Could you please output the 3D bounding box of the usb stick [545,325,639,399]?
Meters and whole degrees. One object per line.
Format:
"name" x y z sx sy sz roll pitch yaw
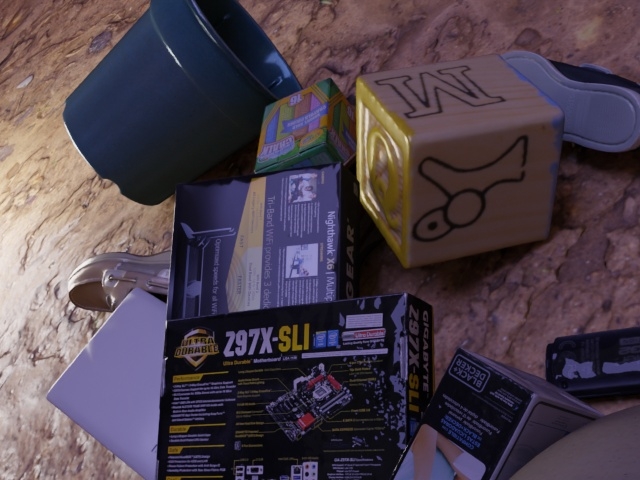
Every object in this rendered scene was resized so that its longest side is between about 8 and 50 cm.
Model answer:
"usb stick" 0.367 0.117 0.899 0.277 0.045 0.077 -12 52 30

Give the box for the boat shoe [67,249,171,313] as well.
"boat shoe" -0.301 0.086 1.433 0.302 0.109 0.098 -6 47 28

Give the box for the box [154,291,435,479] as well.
"box" -0.034 0.203 0.965 0.321 0.079 0.257 -10 68 29

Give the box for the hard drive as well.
"hard drive" -0.217 0.212 1.232 0.318 0.040 0.210 25 69 36

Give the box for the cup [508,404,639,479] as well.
"cup" 0.272 0.255 0.663 0.331 0.331 0.237 -11 18 31

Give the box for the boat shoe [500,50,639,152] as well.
"boat shoe" 0.341 -0.181 1.187 0.302 0.091 0.114 43 127 51

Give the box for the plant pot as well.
"plant pot" -0.254 -0.258 1.583 0.334 0.341 0.341 -37 37 16

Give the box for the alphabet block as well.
"alphabet block" 0.166 -0.104 1.115 0.197 0.193 0.193 -11 34 -13

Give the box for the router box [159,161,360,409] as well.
"router box" -0.074 0.066 1.141 0.242 0.081 0.309 -5 71 21

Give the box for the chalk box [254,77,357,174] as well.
"chalk box" -0.011 -0.123 1.380 0.132 0.132 0.213 -20 43 23

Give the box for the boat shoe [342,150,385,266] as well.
"boat shoe" 0.000 0.000 1.256 0.122 0.120 0.324 16 63 47

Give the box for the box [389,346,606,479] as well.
"box" 0.128 0.254 0.783 0.087 0.169 0.290 30 93 43
